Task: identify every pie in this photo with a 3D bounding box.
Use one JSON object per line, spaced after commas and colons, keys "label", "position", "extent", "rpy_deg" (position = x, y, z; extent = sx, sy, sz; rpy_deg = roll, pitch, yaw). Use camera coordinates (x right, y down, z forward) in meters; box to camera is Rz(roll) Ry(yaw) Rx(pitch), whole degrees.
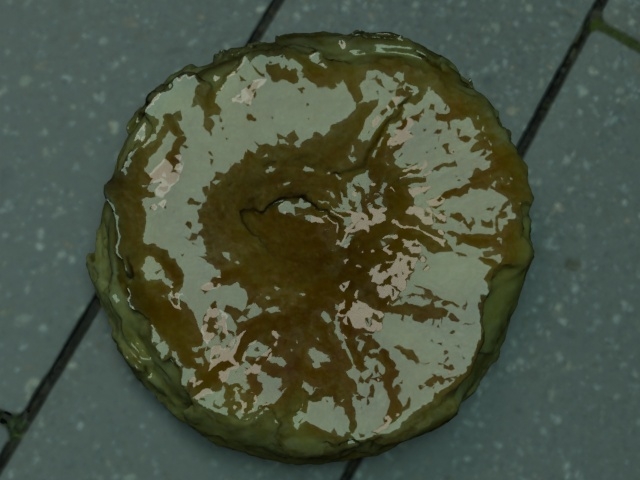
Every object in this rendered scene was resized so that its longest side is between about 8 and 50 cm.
{"label": "pie", "position": [0.000, 0.000, 1.029], "extent": [0.339, 0.083, 0.339], "rpy_deg": [2, 79, -9]}
